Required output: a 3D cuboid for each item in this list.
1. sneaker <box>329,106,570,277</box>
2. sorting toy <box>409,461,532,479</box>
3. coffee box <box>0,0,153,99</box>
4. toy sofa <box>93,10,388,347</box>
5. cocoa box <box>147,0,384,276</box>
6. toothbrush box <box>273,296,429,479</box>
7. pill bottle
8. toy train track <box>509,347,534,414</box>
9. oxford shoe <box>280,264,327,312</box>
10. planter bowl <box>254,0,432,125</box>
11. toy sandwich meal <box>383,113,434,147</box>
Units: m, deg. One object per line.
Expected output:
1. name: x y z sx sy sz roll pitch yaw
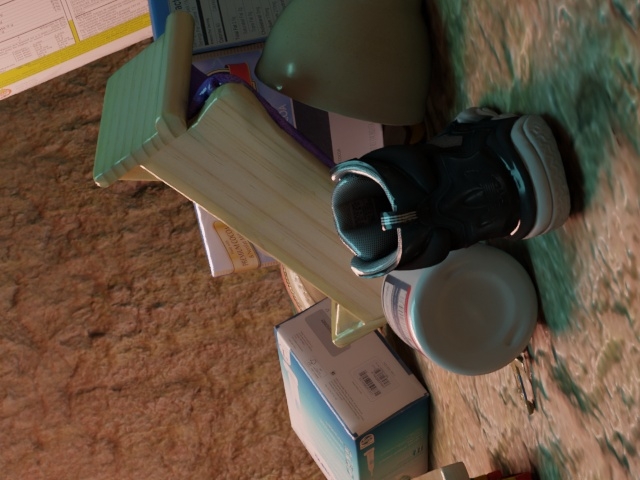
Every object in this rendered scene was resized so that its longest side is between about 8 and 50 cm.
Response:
1. sneaker: 0.078 -0.039 0.893 0.268 0.153 0.101 -158 54 -81
2. sorting toy: 0.182 0.348 1.175 0.255 0.089 0.257 101 152 -75
3. coffee box: -0.383 -0.444 1.558 0.334 0.338 0.338 100 145 -75
4. toy sofa: -0.028 -0.061 1.142 0.362 0.177 0.150 36 -144 -34
5. cocoa box: -0.060 -0.165 1.362 0.347 0.227 0.231 82 175 -48
6. toothbrush box: 0.048 0.249 1.693 0.216 0.126 0.296 51 160 34
7. pill bottle: 0.111 0.050 1.018 0.180 0.107 0.108 -151 46 -81
8. toy train track: 0.177 0.116 1.031 0.048 0.014 0.083 -138 27 -64
9. oxford shoe: 0.000 0.000 1.772 0.130 0.123 0.348 158 95 -77
10. planter bowl: 0.032 -0.182 1.052 0.162 0.162 0.109 -119 43 -64
11. toy sandwich meal: 0.087 -0.095 1.156 0.085 0.029 0.086 178 90 -76
